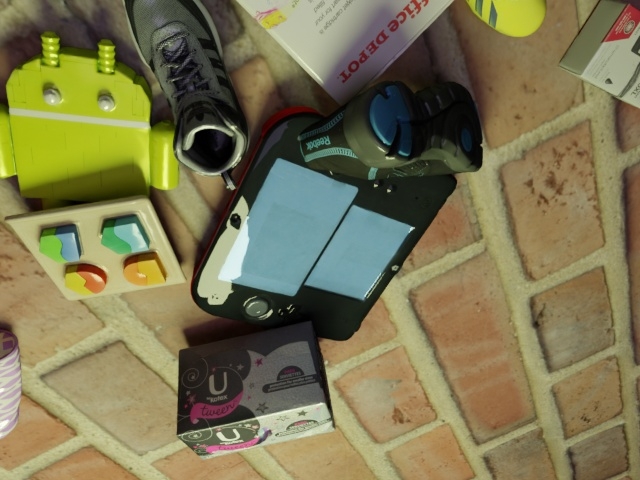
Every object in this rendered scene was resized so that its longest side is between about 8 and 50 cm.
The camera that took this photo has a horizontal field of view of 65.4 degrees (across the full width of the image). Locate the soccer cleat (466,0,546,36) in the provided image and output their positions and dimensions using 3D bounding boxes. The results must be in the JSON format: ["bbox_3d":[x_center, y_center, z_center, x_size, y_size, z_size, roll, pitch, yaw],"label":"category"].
[{"bbox_3d":[0.209,-0.363,0.600,0.093,0.121,0.289,-35,124,10],"label":"soccer cleat"}]

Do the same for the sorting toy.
[{"bbox_3d":[-0.319,0.024,0.735,0.193,0.038,0.208,-9,140,-1],"label":"sorting toy"}]

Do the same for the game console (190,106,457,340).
[{"bbox_3d":[0.000,0.000,0.827,0.342,0.060,0.386,20,117,-24],"label":"game console"}]

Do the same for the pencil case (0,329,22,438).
[{"bbox_3d":[-0.551,0.243,0.835,0.086,0.088,0.206,7,121,-16],"label":"pencil case"}]

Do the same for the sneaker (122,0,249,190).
[{"bbox_3d":[-0.155,-0.188,0.607,0.101,0.153,0.268,-22,125,1],"label":"sneaker"}]

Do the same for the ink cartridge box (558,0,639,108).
[{"bbox_3d":[0.460,-0.278,0.753,0.150,0.063,0.109,15,118,-22],"label":"ink cartridge box"}]

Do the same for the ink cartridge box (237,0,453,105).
[{"bbox_3d":[-0.003,-0.330,0.573,0.201,0.117,0.278,-43,122,15],"label":"ink cartridge box"}]

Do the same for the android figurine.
[{"bbox_3d":[-0.314,-0.133,0.667,0.248,0.056,0.273,5,123,-16],"label":"android figurine"}]

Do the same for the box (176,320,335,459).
[{"bbox_3d":[-0.113,0.266,0.882,0.247,0.163,0.142,-13,140,1],"label":"box"}]

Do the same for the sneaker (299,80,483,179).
[{"bbox_3d":[0.116,-0.147,0.689,0.341,0.140,0.125,-6,87,-49],"label":"sneaker"}]
